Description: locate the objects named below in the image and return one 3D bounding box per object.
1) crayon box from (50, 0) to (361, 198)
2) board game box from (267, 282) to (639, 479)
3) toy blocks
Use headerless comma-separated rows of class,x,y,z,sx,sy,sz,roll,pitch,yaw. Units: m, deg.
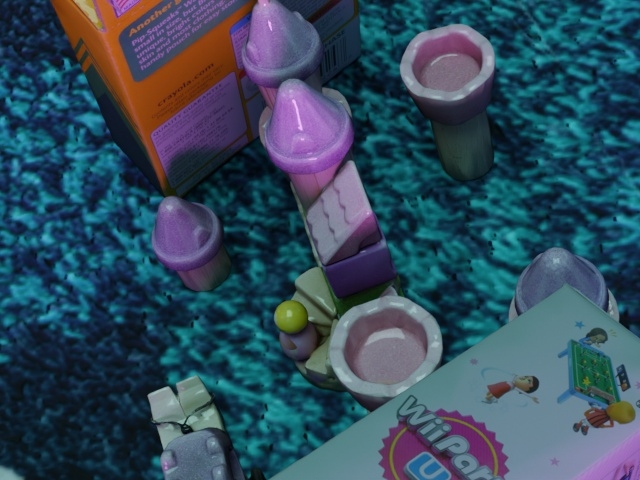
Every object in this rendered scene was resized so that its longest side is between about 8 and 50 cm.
crayon box,-0.074,-0.174,0.929,0.203,0.323,0.083,-39,73,-12
board game box,0.042,0.190,0.684,0.303,0.224,0.097,-29,52,-29
toy blocks,0.000,0.000,0.843,0.308,0.260,0.289,-20,56,1
